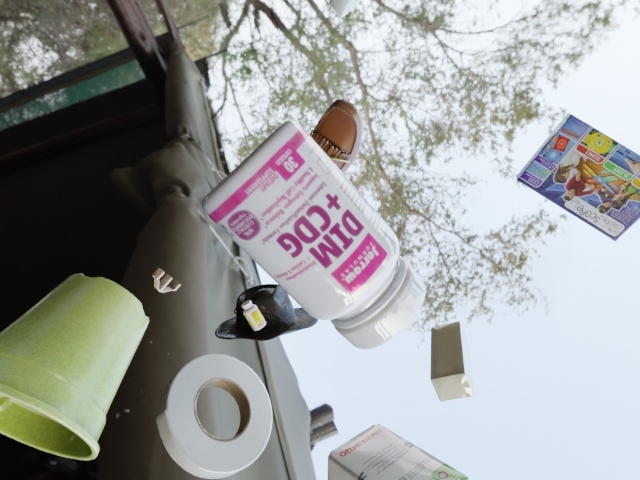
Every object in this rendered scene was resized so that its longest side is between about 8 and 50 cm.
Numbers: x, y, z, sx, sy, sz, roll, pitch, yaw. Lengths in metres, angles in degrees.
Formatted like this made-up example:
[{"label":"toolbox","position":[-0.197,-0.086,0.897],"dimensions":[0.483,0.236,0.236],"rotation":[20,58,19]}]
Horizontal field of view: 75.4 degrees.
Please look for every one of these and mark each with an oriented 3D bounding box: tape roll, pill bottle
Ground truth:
[{"label":"tape roll","position":[-0.340,0.571,1.379],"dimensions":[0.072,0.391,0.392],"rotation":[-43,-151,33]},{"label":"pill bottle","position":[0.000,0.000,0.543],"dimensions":[0.160,0.283,0.160],"rotation":[-40,-165,13]},{"label":"pill bottle","position":[-0.192,0.212,1.179],"dimensions":[0.043,0.083,0.043],"rotation":[-26,-166,7]}]

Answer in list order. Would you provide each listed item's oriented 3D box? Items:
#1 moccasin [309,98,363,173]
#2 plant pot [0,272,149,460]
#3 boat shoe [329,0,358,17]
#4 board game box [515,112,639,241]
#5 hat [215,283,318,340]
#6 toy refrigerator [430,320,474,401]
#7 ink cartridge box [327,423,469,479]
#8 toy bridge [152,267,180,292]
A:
[{"label":"moccasin","position":[-0.011,-0.198,1.080],"dimensions":[0.139,0.380,0.147],"rotation":[41,-134,-2]},{"label":"plant pot","position":[-0.459,0.208,0.752],"dimensions":[0.275,0.276,0.254],"rotation":[-1,-138,20]},{"label":"boat shoe","position":[0.045,-0.274,0.268],"dimensions":[0.116,0.099,0.319],"rotation":[-48,-170,-11]},{"label":"board game box","position":[0.471,-0.108,0.718],"dimensions":[0.201,0.136,0.035],"rotation":[35,-150,5]},{"label":"hat","position":[-0.176,0.212,1.320],"dimensions":[0.330,0.134,0.331],"rotation":[-6,-176,0]},{"label":"toy refrigerator","position":[0.409,0.373,1.297],"dimensions":[0.102,0.094,0.269],"rotation":[-20,-164,21]},{"label":"ink cartridge box","position":[0.176,0.579,0.980],"dimensions":[0.198,0.115,0.272],"rotation":[-8,-167,-41]},{"label":"toy bridge","position":[-0.555,0.151,1.467],"dimensions":[0.026,0.188,0.063],"rotation":[36,-106,13]}]
